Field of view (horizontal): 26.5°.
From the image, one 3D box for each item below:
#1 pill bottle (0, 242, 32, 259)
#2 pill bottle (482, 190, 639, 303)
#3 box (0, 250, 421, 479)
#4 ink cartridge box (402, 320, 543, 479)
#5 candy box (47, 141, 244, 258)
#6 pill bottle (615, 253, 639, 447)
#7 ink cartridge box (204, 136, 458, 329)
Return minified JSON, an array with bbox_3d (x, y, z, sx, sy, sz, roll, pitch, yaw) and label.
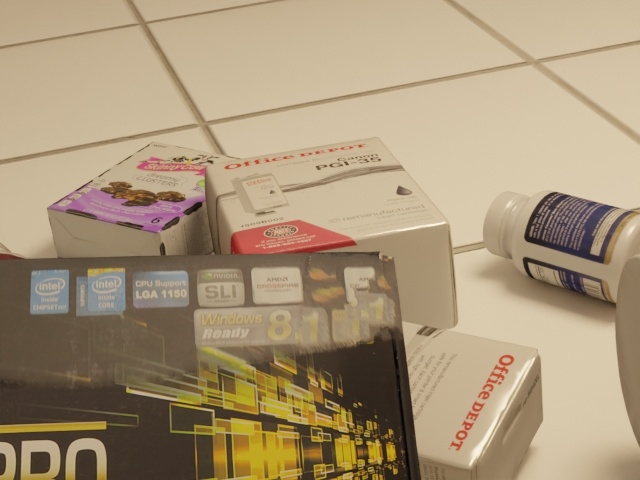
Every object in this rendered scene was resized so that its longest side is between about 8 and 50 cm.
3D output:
[{"bbox_3d":[-0.253,0.141,1.069,0.224,0.224,0.392,-19,30,-24],"label":"pill bottle"},{"bbox_3d":[0.254,0.001,1.386,0.169,0.094,0.094,18,35,37],"label":"pill bottle"},{"bbox_3d":[-0.137,0.166,0.789,0.394,0.097,0.318,0,57,-7],"label":"box"},{"bbox_3d":[0.066,0.146,1.131,0.203,0.086,0.148,11,41,27],"label":"ink cartridge box"},{"bbox_3d":[-0.186,-0.036,1.567,0.164,0.070,0.196,12,32,30],"label":"candy box"},{"bbox_3d":[0.452,0.073,1.057,0.407,0.229,0.229,-6,27,-3],"label":"pill bottle"},{"bbox_3d":[0.000,0.000,1.390,0.207,0.117,0.283,-10,23,-9],"label":"ink cartridge box"}]
